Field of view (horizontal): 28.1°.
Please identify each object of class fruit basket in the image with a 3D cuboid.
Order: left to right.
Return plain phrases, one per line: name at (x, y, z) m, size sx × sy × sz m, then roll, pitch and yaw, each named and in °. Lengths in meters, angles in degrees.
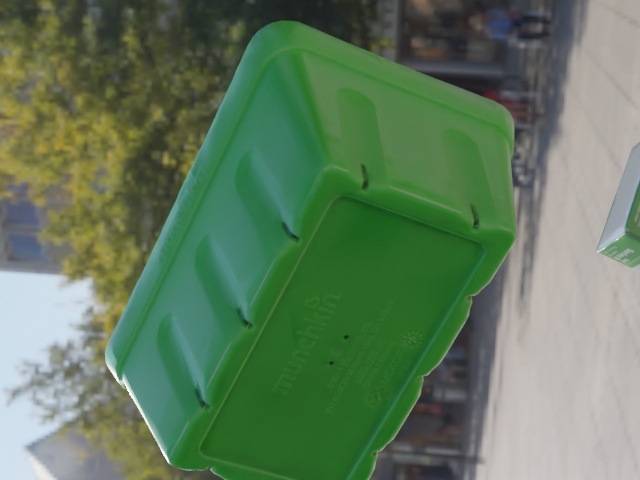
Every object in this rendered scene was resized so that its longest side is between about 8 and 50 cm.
fruit basket at (0.000, 0.000, 1.120) m, size 0.392 × 0.283 × 0.392 m, roll -50°, pitch 29°, yaw 43°

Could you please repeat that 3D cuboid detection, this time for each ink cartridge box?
ink cartridge box at (0.456, -0.018, 1.510) m, size 0.093 × 0.212 × 0.154 m, roll 121°, pitch 172°, yaw -69°
